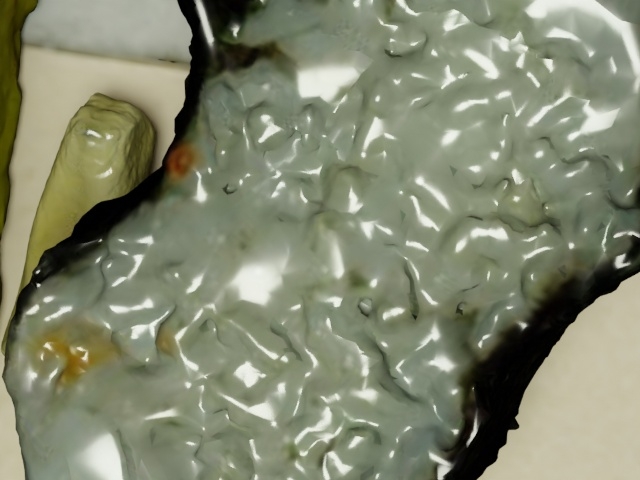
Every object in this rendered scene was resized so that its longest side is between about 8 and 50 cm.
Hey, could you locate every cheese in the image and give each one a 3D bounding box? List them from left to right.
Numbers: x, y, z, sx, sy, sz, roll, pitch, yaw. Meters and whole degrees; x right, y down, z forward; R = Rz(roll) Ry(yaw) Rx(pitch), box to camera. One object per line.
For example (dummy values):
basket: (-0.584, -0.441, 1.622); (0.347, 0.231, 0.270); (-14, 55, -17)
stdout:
cheese: (-0.069, 0.000, 0.554); (0.030, 0.044, 0.083); (19, 88, 4)

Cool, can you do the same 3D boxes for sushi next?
sushi: (0.000, 0.000, 0.509); (0.147, 0.115, 0.212); (32, 92, 5)

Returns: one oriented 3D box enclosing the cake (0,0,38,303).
cake: (-0.161, -0.039, 0.501); (0.156, 0.179, 0.261); (4, 88, 10)
